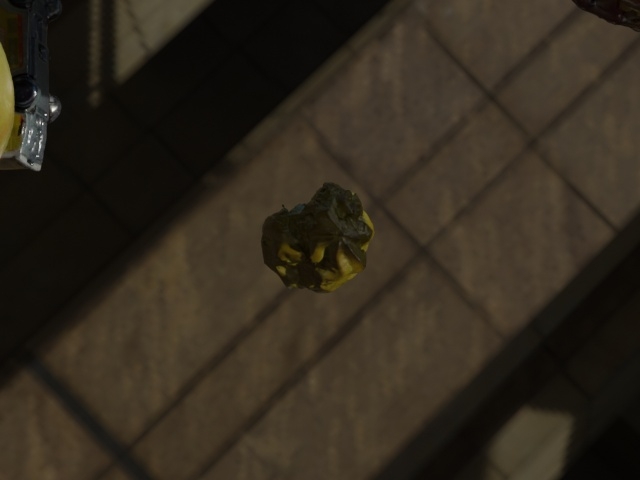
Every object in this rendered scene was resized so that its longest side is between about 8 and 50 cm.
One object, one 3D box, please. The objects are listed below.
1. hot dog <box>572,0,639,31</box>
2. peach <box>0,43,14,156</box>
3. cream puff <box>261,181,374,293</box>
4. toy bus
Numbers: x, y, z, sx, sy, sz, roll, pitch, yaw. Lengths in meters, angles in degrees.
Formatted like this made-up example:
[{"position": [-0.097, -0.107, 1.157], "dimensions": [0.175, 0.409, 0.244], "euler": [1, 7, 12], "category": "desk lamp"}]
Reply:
[{"position": [0.290, -0.342, 1.733], "dimensions": [0.405, 0.223, 0.185], "euler": [52, -7, -28], "category": "hot dog"}, {"position": [-0.473, -0.154, 1.845], "dimensions": [0.315, 0.314, 0.281], "euler": [64, -14, 9], "category": "peach"}, {"position": [0.000, 0.000, 2.400], "dimensions": [0.156, 0.156, 0.121], "euler": [97, -28, -76], "category": "cream puff"}, {"position": [-0.359, -0.213, 2.125], "dimensions": [0.092, 0.106, 0.268], "euler": [44, 44, -77], "category": "toy bus"}]
